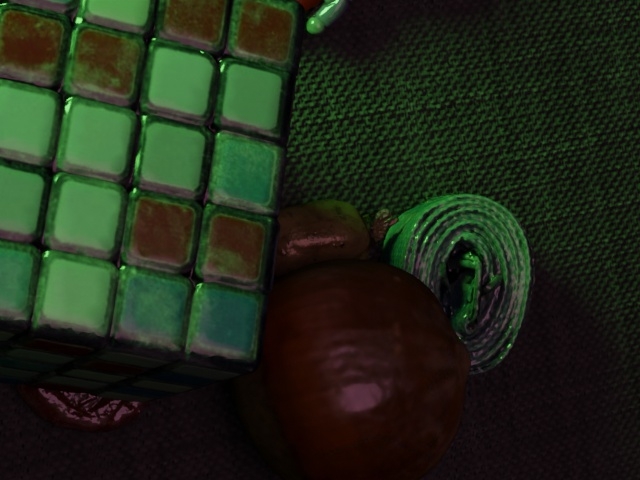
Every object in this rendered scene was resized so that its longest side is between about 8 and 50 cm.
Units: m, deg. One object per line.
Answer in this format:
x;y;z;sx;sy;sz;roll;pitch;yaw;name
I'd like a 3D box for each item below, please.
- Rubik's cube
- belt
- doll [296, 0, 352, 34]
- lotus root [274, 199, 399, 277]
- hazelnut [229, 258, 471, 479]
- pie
-0.204;-0.043;1.289;0.293;0.287;0.292;13;76;-20;Rubik's cube
0.125;0.041;1.556;0.148;0.082;0.163;-19;97;-17;belt
0.038;-0.270;1.520;0.227;0.075;0.102;-39;94;-8;doll
0.000;0.000;1.515;0.152;0.063;0.072;-13;85;-18;lotus root
0.025;0.119;1.457;0.214;0.176;0.214;1;107;5;hazelnut
-0.196;0.089;1.451;0.154;0.036;0.154;0;89;-22;pie
